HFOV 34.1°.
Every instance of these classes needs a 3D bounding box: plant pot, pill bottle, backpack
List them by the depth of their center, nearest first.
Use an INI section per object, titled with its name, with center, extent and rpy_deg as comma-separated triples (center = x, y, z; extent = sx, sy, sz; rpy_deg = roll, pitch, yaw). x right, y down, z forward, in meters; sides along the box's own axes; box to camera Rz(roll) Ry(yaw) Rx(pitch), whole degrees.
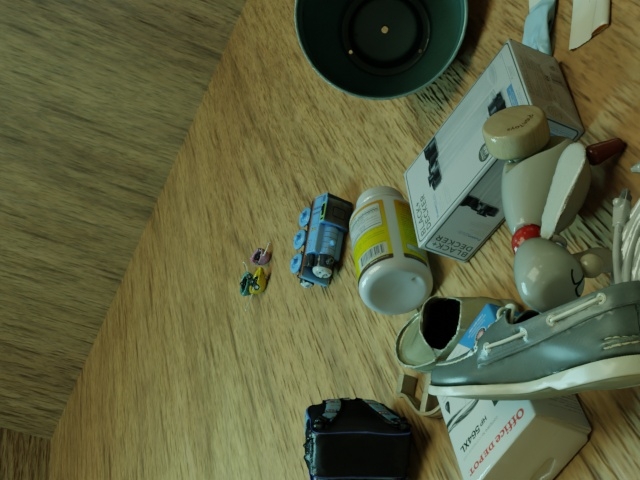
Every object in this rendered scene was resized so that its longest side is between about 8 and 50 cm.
[backpack]
center = 0.048, 0.298, 1.548
extent = 0.173, 0.158, 0.117
rpy_deg = -136, 48, -81
[pill bottle]
center = 0.109, 0.009, 1.682
extent = 0.117, 0.117, 0.215
rpy_deg = -56, 26, 34
[plant pot]
center = 0.110, -0.387, 1.847
extent = 0.196, 0.293, 0.293
rpy_deg = -22, -47, -84

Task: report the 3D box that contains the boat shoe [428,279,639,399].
[boat shoe]
center = 0.228, 0.113, 1.090
extent = 0.319, 0.116, 0.099
rpy_deg = -22, 67, 56

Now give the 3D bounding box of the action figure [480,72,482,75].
[action figure]
center = 0.249, -0.205, 1.646
extent = 0.038, 0.030, 0.115
rpy_deg = -124, 51, -70

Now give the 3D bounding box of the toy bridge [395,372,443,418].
[toy bridge]
center = 0.160, 0.223, 1.503
extent = 0.188, 0.026, 0.063
rpy_deg = -20, 55, 64

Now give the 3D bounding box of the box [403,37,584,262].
[box]
center = 0.240, -0.124, 1.510
extent = 0.290, 0.087, 0.169
rpy_deg = -53, 30, 39

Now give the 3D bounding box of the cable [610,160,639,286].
[cable]
center = 0.391, 0.028, 1.027
extent = 0.257, 0.089, 0.257
rpy_deg = -15, 59, 64

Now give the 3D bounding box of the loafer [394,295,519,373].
[loafer]
center = 0.172, 0.122, 1.468
extent = 0.268, 0.092, 0.102
rpy_deg = -31, 44, 59

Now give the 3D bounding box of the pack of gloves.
[pack of gloves]
center = 0.346, -0.371, 1.530
extent = 0.195, 0.046, 0.232
rpy_deg = -33, 42, 56

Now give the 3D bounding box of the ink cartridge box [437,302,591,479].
[ink cartridge box]
center = 0.227, 0.201, 1.278
extent = 0.148, 0.085, 0.203
rpy_deg = -59, 24, 27

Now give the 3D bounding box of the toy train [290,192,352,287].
[toy train]
center = 0.000, 0.000, 2.014
extent = 0.105, 0.080, 0.184
rpy_deg = -23, 51, 55

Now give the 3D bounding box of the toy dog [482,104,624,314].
[toy dog]
center = 0.297, -0.039, 1.228
extent = 0.160, 0.220, 0.334
rpy_deg = -18, 49, 15

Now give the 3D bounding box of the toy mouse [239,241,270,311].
[toy mouse]
center = -0.147, 0.073, 2.368
extent = 0.161, 0.031, 0.143
rpy_deg = -69, 22, 4
